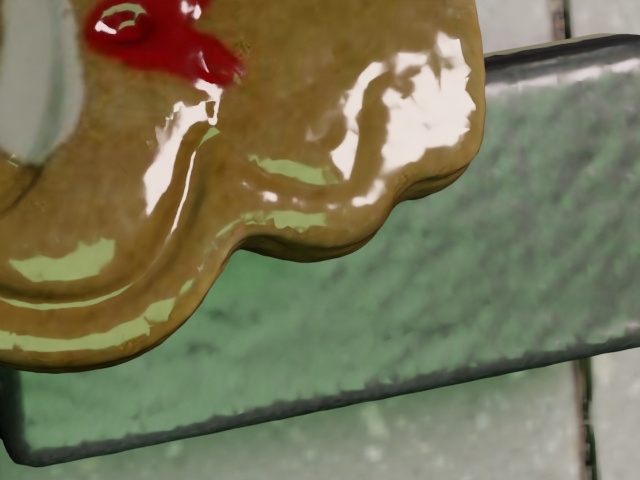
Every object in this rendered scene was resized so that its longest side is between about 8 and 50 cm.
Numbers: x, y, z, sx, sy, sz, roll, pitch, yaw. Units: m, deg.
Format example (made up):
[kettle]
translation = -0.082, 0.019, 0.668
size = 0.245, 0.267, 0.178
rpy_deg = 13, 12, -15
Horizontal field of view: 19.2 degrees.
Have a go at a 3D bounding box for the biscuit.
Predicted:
[biscuit]
translation = -0.109, -0.064, 0.571
size = 0.320, 0.047, 0.183
rpy_deg = 21, 67, 1

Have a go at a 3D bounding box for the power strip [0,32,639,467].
[power strip]
translation = 0.000, 0.000, 0.639
size = 0.257, 0.070, 0.105
rpy_deg = -11, 99, -12
